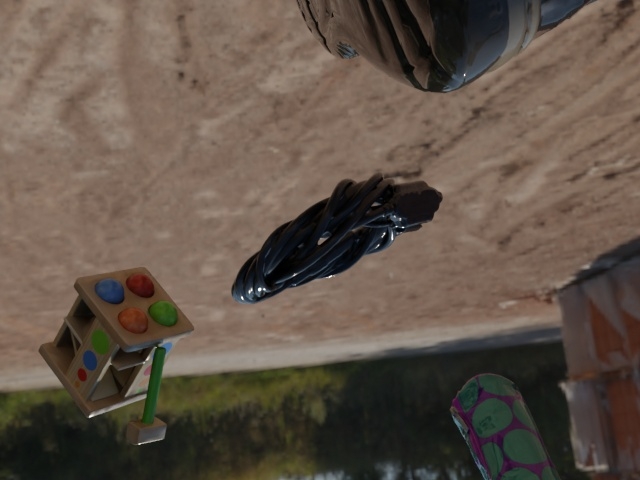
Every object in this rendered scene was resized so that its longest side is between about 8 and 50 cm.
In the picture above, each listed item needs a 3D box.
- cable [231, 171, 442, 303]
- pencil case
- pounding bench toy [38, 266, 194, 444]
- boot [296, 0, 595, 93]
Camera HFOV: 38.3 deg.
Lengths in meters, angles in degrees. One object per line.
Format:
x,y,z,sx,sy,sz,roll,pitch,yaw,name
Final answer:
0.000,0.000,0.672,0.150,0.047,0.184,-30,173,34,cable
0.156,0.184,0.768,0.070,0.152,0.065,1,124,-13,pencil case
-0.104,0.064,0.516,0.052,0.083,0.065,-10,141,-54,pounding bench toy
0.119,-0.208,0.494,0.284,0.138,0.377,-23,-157,-4,boot
